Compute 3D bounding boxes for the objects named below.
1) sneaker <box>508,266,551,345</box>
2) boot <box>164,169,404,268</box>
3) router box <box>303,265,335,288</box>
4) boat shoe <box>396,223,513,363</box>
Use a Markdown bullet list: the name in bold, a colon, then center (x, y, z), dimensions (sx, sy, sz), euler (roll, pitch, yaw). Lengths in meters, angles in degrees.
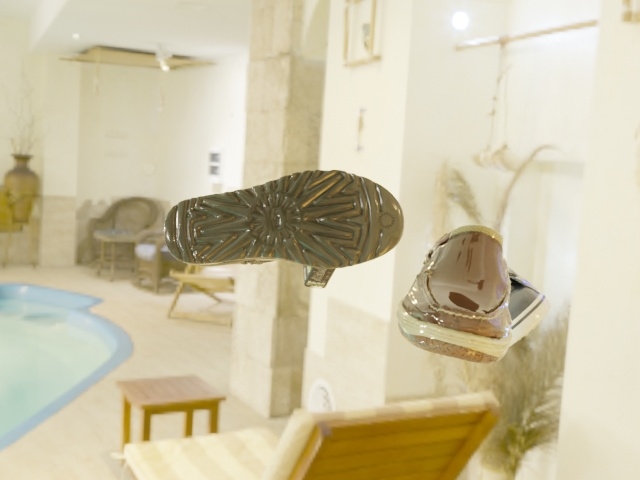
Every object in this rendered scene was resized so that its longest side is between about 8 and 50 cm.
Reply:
- **sneaker**: center (0.277, 0.093, 1.333), dimensions (0.127, 0.126, 0.321), euler (48, 1, 1)
- **boot**: center (-0.019, -0.010, 0.670), dimensions (0.190, 0.076, 0.208), euler (1, -5, 10)
- **router box**: center (0.000, 0.000, 1.268), dimensions (0.038, 0.122, 0.092), euler (6, -36, -15)
- **boat shoe**: center (0.120, 0.031, 0.701), dimensions (0.095, 0.095, 0.257), euler (11, 8, 6)
